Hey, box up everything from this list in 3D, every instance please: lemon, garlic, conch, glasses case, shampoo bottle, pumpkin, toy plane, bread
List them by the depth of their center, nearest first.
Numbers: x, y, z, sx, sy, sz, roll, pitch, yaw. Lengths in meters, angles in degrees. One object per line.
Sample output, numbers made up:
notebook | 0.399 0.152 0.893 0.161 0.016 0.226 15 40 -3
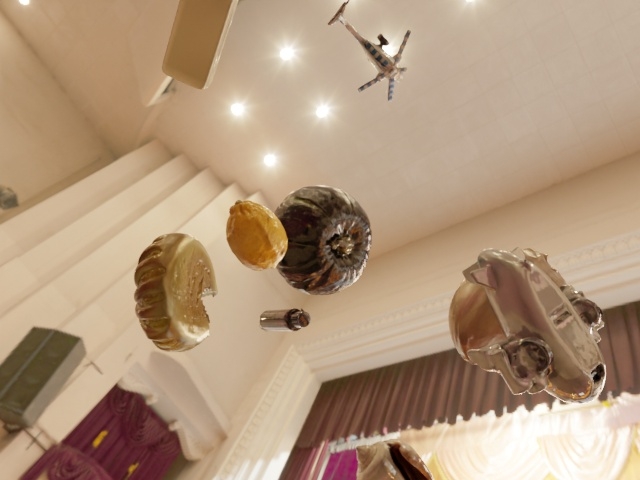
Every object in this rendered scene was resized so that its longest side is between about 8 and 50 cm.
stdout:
toy plane | 0.310 0.120 0.723 0.252 0.252 0.118 36 -37 -1
conch | 0.129 0.398 0.831 0.176 0.104 0.094 41 -15 7
garlic | 0.332 0.125 0.843 0.217 0.110 0.228 19 -83 -13
lemon | -0.128 -0.010 0.981 0.114 0.114 0.155 -21 -71 32
toy plane | 0.116 -0.473 1.243 0.273 0.107 0.182 13 -57 -28
glasses case | -0.315 -0.568 1.317 0.131 0.070 0.313 23 -61 -8
bread | -0.415 0.139 1.390 0.160 0.333 0.333 -7 -63 15
pumpkin | 0.000 0.000 1.444 0.241 0.323 0.323 7 -56 43
shampoo bottle | -0.103 0.232 1.453 0.072 0.072 0.214 54 -32 -14
